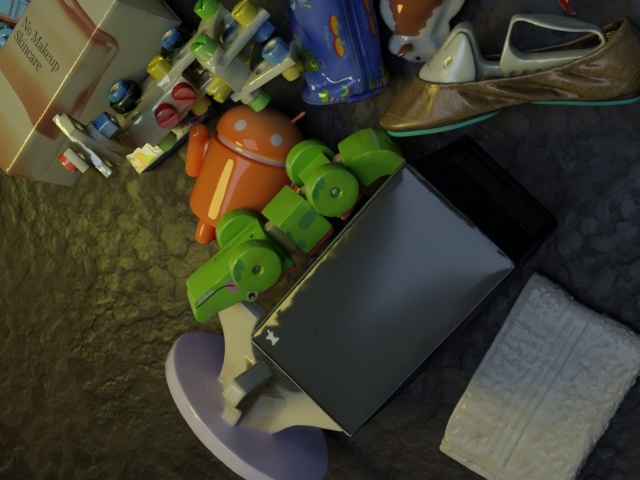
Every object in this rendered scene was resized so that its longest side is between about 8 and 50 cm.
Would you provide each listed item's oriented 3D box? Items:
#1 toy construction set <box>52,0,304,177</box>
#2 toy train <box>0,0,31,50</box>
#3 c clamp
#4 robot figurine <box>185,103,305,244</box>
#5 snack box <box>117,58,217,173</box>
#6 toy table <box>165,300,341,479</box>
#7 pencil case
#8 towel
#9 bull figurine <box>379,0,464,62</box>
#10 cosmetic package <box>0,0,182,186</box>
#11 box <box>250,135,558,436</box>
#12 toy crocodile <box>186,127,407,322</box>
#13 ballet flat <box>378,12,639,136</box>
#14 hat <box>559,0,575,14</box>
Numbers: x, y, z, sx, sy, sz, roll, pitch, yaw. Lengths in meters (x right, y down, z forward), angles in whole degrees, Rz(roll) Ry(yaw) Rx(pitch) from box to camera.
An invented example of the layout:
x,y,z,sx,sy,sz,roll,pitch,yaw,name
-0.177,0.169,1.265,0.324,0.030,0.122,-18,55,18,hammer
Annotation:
x,y,z,sx,sy,sz,roll,pitch,yaw,name
-0.187,-0.186,1.613,0.327,0.215,0.151,-32,123,1,toy construction set
-0.467,-0.324,1.811,0.184,0.080,0.105,19,97,19,toy train
0.000,0.000,1.667,0.137,0.161,0.022,-44,110,1,c clamp
-0.100,-0.090,1.686,0.158,0.128,0.219,40,114,44,robot figurine
-0.228,-0.175,1.767,0.141,0.037,0.100,-37,85,22,snack box
-0.068,0.191,1.684,0.274,0.252,0.161,38,127,2,toy table
0.008,-0.313,1.554,0.119,0.133,0.306,-18,121,-8,pencil case
0.291,0.203,1.639,0.187,0.049,0.282,31,108,11,towel
0.133,-0.374,1.563,0.188,0.101,0.310,-19,99,15,bull figurine
-0.345,-0.238,1.729,0.153,0.129,0.296,49,113,31,cosmetic package
0.111,0.048,1.544,0.183,0.294,0.296,44,112,8,box
-0.036,-0.020,1.601,0.340,0.115,0.105,-43,121,3,toy crocodile
0.229,-0.213,1.534,0.342,0.116,0.124,-6,120,18,ballet flat
0.247,-0.417,1.514,0.173,0.208,0.183,11,134,13,hat
